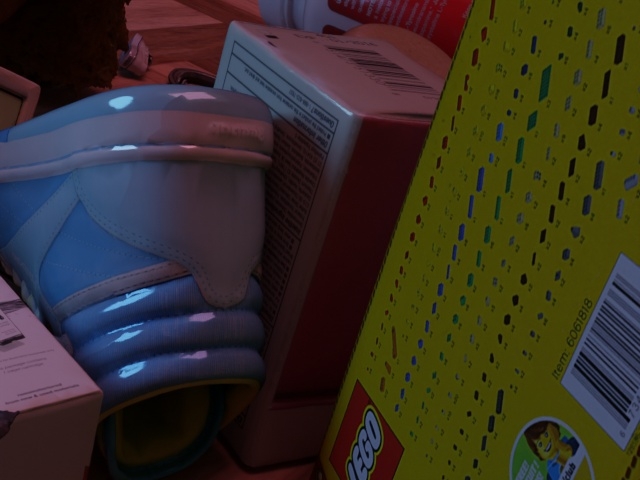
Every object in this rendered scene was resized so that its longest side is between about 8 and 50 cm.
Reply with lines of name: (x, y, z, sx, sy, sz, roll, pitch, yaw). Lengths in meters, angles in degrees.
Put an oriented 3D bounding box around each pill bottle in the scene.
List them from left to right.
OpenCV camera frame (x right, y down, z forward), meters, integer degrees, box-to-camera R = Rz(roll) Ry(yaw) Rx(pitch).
pill bottle: (0.127, -0.301, 1.319, 0.407, 0.229, 0.229, 28, 27, 21)

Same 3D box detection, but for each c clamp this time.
c clamp: (-0.112, -0.172, 1.144, 0.160, 0.022, 0.137, 20, 25, 6)

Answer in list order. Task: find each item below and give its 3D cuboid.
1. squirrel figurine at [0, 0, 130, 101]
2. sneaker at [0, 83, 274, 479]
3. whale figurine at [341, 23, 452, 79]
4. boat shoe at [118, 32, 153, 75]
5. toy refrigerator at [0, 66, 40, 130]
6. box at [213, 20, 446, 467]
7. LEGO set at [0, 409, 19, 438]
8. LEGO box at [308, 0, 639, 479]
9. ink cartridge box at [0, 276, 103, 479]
squirrel figurine: (-0.267, -0.309, 0.897, 0.370, 0.397, 0.281, -31, 78, -27)
sneaker: (-0.148, 0.037, 0.586, 0.127, 0.208, 0.319, 1, -7, -39)
whale figurine: (0.098, -0.110, 1.062, 0.216, 0.141, 0.272, -12, 62, -47)
boat shoe: (-0.222, -0.224, 1.176, 0.035, 0.035, 0.100, 38, 13, -22)
toy refrigerator: (-0.313, -0.102, 0.640, 0.094, 0.102, 0.269, 15, -4, 23)
box: (0.000, 0.000, 0.608, 0.126, 0.232, 0.148, -1, 31, -36)
LEGO set: (-0.050, 0.173, 0.266, 0.331, 0.192, 0.255, 19, 25, 5)
LEGO box: (0.244, 0.001, 0.445, 0.372, 0.500, 0.193, 3, 29, -28)
ink cartridge box: (-0.174, 0.082, 0.487, 0.056, 0.099, 0.135, -10, 35, -43)
